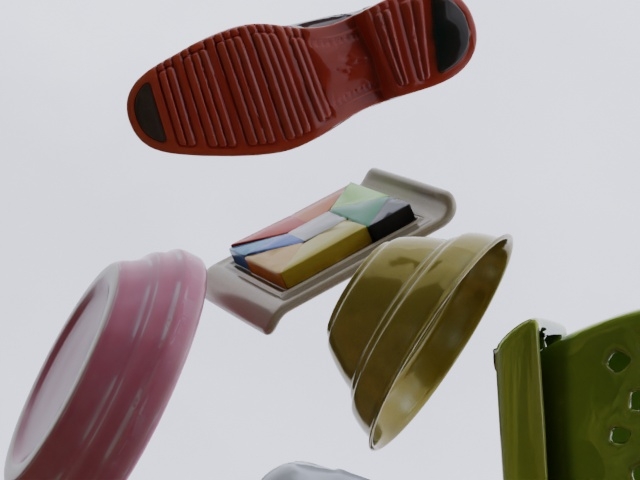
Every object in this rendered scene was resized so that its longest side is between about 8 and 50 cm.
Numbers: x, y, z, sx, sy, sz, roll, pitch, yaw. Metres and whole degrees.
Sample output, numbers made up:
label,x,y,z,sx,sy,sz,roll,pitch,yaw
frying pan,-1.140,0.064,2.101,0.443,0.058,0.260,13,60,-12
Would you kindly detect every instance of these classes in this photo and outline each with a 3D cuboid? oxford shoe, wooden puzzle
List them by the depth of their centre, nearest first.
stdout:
label,x,y,z,sx,sy,sz,roll,pitch,yaw
oxford shoe,-0.019,-0.119,1.391,0.098,0.271,0.097,176,-100,-72
wooden puzzle,0.000,0.000,1.917,0.044,0.239,0.221,62,-15,-20

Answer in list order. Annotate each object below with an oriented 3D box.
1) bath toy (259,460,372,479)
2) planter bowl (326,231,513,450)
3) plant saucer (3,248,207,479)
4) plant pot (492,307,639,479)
label,x,y,z,sx,sy,sz,roll,pitch,yaw
bath toy,0.024,0.306,1.200,0.129,0.348,0.151,-4,-33,2
planter bowl,0.068,0.064,1.568,0.090,0.217,0.217,33,-48,15
plant saucer,-0.229,0.149,1.875,0.084,0.332,0.332,28,-43,-14
plant pot,0.248,0.155,1.413,0.207,0.228,0.227,-4,-95,13
